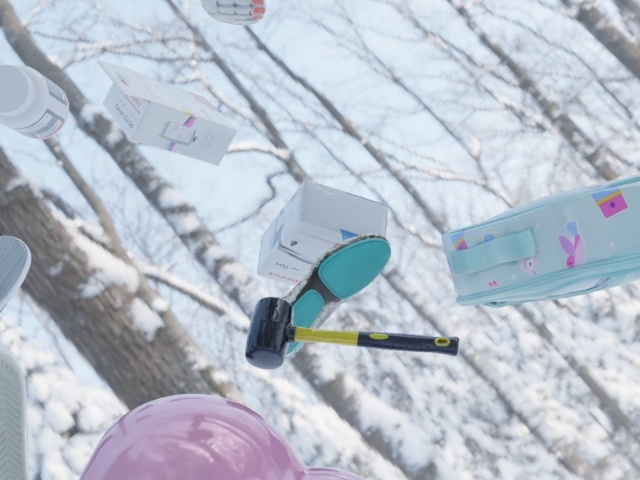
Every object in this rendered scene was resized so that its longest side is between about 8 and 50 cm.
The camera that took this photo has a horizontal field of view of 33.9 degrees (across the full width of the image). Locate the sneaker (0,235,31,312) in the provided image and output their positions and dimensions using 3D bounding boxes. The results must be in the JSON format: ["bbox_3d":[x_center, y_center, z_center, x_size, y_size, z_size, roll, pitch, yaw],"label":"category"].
[{"bbox_3d":[-0.498,0.106,1.466,0.258,0.094,0.091,-53,-7,-16],"label":"sneaker"}]

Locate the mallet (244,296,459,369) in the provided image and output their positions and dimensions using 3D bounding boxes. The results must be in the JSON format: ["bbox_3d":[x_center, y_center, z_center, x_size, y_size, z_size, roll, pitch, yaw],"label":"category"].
[{"bbox_3d":[0.025,0.094,0.926,0.039,0.190,0.062,81,-157,-49],"label":"mallet"}]

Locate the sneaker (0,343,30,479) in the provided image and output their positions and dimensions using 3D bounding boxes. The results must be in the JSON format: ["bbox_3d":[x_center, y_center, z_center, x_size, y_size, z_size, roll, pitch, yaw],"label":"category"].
[{"bbox_3d":[-0.404,0.286,1.245,0.131,0.350,0.148,6,1,-21],"label":"sneaker"}]

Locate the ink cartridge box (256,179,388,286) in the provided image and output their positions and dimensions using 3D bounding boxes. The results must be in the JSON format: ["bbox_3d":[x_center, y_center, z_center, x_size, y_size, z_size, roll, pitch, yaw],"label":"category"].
[{"bbox_3d":[0.000,0.000,1.626,0.140,0.082,0.190,16,-34,-17],"label":"ink cartridge box"}]

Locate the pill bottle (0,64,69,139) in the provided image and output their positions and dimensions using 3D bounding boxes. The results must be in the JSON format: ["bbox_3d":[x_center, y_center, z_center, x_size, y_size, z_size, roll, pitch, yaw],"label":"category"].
[{"bbox_3d":[-0.504,-0.238,1.782,0.108,0.108,0.180,-39,-6,0],"label":"pill bottle"}]

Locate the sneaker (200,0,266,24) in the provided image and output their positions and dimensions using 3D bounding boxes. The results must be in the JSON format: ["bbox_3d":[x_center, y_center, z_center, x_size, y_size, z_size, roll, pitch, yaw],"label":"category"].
[{"bbox_3d":[-0.074,-0.251,0.934,0.061,0.064,0.158,7,-22,1],"label":"sneaker"}]

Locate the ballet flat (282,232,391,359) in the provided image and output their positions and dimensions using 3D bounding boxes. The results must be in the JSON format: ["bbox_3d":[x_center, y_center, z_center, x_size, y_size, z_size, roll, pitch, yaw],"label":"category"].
[{"bbox_3d":[-0.005,0.069,1.502,0.241,0.091,0.077,-41,25,-13],"label":"ballet flat"}]

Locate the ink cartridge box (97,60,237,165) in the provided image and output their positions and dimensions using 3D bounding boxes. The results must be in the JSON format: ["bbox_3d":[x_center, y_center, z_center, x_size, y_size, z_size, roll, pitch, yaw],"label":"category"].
[{"bbox_3d":[-0.233,-0.183,1.515,0.198,0.115,0.067,16,-68,-42],"label":"ink cartridge box"}]

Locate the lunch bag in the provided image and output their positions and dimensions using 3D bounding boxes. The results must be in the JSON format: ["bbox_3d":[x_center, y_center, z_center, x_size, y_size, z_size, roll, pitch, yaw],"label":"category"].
[{"bbox_3d":[0.264,0.004,1.112,0.224,0.107,0.279,-15,-4,-23],"label":"lunch bag"}]

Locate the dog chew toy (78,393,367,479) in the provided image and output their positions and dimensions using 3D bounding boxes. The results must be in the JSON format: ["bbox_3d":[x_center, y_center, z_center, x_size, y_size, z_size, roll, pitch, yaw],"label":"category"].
[{"bbox_3d":[-0.026,0.251,0.790,0.206,0.332,0.206,23,-90,-89],"label":"dog chew toy"}]
